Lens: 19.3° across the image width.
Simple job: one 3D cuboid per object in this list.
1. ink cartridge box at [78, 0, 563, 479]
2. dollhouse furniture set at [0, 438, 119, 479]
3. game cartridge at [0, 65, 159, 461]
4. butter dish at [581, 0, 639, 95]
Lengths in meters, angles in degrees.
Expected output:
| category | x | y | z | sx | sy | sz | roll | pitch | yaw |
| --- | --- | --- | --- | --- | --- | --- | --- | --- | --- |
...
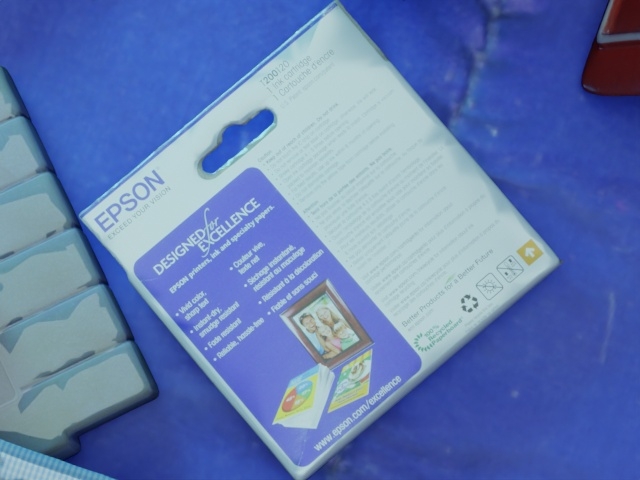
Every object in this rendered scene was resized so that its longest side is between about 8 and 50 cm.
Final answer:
| category | x | y | z | sx | sy | sz | roll | pitch | yaw |
| --- | --- | --- | --- | --- | --- | --- | --- | --- | --- |
| ink cartridge box | 0.000 | 0.000 | 1.122 | 0.206 | 0.045 | 0.208 | -40 | 87 | -4 |
| dollhouse furniture set | -0.206 | 0.135 | 0.966 | 0.303 | 0.198 | 0.286 | 21 | 82 | 2 |
| game cartridge | -0.298 | 0.073 | 1.107 | 0.355 | 0.068 | 0.230 | -25 | 89 | -3 |
| butter dish | 0.251 | -0.142 | 1.104 | 0.118 | 0.160 | 0.160 | 24 | 84 | -22 |
